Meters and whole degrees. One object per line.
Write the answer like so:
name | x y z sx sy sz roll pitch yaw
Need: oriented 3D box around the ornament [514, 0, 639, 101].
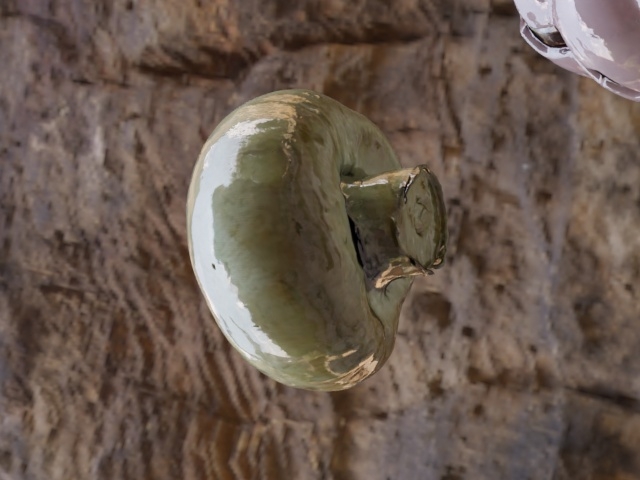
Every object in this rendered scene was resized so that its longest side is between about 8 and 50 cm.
ornament | 0.184 -0.155 0.604 0.177 0.178 0.177 -31 -53 -54

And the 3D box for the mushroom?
mushroom | 0.000 0.000 1.319 0.352 0.260 0.352 -8 -90 -67
